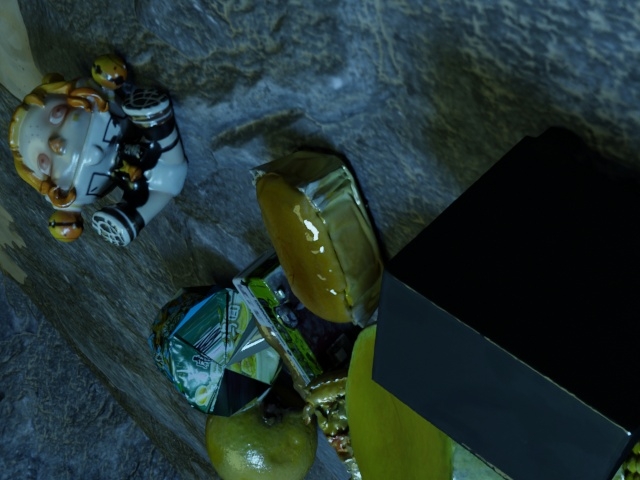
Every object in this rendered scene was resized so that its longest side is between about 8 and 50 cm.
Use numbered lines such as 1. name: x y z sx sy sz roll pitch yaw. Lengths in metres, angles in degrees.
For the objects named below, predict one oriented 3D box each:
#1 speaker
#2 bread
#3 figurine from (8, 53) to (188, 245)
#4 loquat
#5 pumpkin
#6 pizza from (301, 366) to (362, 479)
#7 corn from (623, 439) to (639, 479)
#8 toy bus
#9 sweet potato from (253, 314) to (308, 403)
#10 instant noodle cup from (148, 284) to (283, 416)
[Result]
1. speaker: 0.208 0.064 0.702 0.232 0.254 0.184 34 146 25
2. bread: 0.000 0.000 1.064 0.136 0.107 0.241 20 139 46
3. figurine: -0.386 -0.157 1.318 0.323 0.196 0.320 25 100 23
4. loquat: -0.116 0.383 1.551 0.243 0.244 0.244 34 147 26
5. pumpkin: 0.157 0.221 0.885 0.332 0.199 0.333 169 90 -67
6. pizza: 0.074 0.299 1.128 0.251 0.288 0.074 26 177 21
7. corn: 0.349 0.240 0.845 0.130 0.130 0.347 57 155 -13
8. toy bus: -0.013 0.150 1.256 0.139 0.113 0.302 3 128 57
9. sweet potato: -0.065 0.179 1.407 0.067 0.059 0.281 -6 121 45
10. instant noodle cup: -0.208 0.195 1.466 0.178 0.240 0.240 9 132 56
